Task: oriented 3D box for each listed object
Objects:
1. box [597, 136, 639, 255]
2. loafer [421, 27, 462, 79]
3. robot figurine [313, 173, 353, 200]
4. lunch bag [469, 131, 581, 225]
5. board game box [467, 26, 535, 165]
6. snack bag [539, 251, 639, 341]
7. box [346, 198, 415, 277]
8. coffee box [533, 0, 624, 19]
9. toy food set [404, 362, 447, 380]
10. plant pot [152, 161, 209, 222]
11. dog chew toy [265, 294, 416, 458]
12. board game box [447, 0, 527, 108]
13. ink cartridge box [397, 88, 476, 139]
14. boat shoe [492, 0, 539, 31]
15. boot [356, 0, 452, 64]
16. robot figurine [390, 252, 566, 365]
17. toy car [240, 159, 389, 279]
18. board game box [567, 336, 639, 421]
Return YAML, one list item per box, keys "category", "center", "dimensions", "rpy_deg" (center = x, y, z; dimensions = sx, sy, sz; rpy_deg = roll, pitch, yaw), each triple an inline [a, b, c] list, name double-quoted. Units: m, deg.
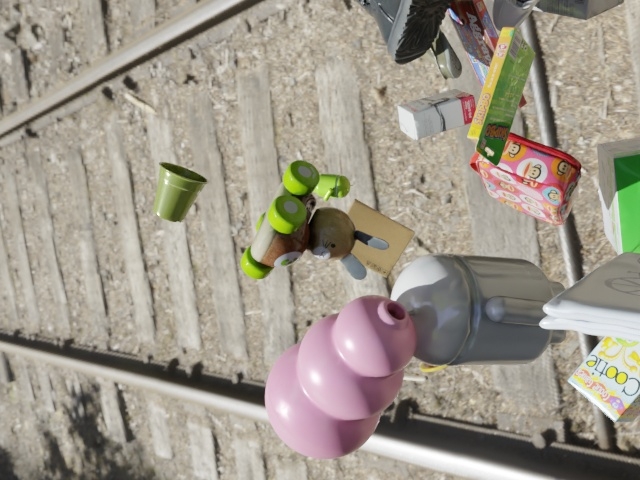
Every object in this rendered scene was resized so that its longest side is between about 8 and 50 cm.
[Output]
- category: "box"
  center: [0.781, -0.108, 1.572]
  dimensions: [0.126, 0.231, 0.262]
  rpy_deg: [-8, 104, 17]
- category: "loafer"
  center: [0.263, -0.460, 1.505]
  dimensions: [0.087, 0.094, 0.251]
  rpy_deg: [-31, 47, 18]
- category: "robot figurine"
  center: [0.033, -0.155, 1.783]
  dimensions: [0.115, 0.101, 0.067]
  rpy_deg: [6, 118, 20]
- category: "lunch bag"
  center: [0.489, -0.153, 1.531]
  dimensions: [0.258, 0.293, 0.120]
  rpy_deg: [25, 85, 24]
- category: "board game box"
  center: [0.376, -0.294, 1.311]
  dimensions: [0.039, 0.124, 0.260]
  rpy_deg: [15, 88, 39]
- category: "snack bag"
  center: [0.402, 0.061, 0.534]
  dimensions: [0.342, 0.323, 0.037]
  rpy_deg: [7, 100, 34]
- category: "box"
  center: [0.145, -0.004, 1.803]
  dimensions: [0.201, 0.021, 0.164]
  rpy_deg: [28, 109, -8]
- category: "coffee box"
  center: [0.625, -0.648, 1.602]
  dimensions: [0.246, 0.141, 0.098]
  rpy_deg: [40, 149, 48]
- category: "toy food set"
  center: [0.269, 0.226, 1.373]
  dimensions: [0.071, 0.217, 0.128]
  rpy_deg: [64, 165, 0]
- category: "plant pot"
  center: [-0.232, -0.074, 1.009]
  dimensions: [0.083, 0.083, 0.079]
  rpy_deg: [33, 106, 37]
- category: "dog chew toy"
  center: [0.042, 0.214, 1.034]
  dimensions: [0.207, 0.206, 0.332]
  rpy_deg: [53, 131, 25]
- category: "board game box"
  center: [0.388, -0.444, 1.487]
  dimensions: [0.281, 0.027, 0.145]
  rpy_deg: [56, 175, -25]
- category: "ink cartridge box"
  center: [0.264, -0.290, 1.436]
  dimensions: [0.109, 0.150, 0.063]
  rpy_deg: [-119, 13, -64]
- category: "boat shoe"
  center: [0.442, -0.552, 1.375]
  dimensions: [0.095, 0.084, 0.258]
  rpy_deg: [18, 147, 3]
- category: "boot"
  center: [0.123, -0.659, 1.334]
  dimensions: [0.445, 0.146, 0.367]
  rpy_deg: [61, 152, 18]
- category: "robot figurine"
  center: [0.276, 0.126, 1.142]
  dimensions: [0.300, 0.353, 0.200]
  rpy_deg: [160, 112, -66]
- category: "toy car"
  center: [0.000, 0.000, 0.947]
  dimensions: [0.188, 0.149, 0.155]
  rpy_deg: [26, 138, -8]
- category: "board game box"
  center: [0.751, 0.280, 1.491]
  dimensions: [0.142, 0.144, 0.275]
  rpy_deg: [46, 110, 40]
